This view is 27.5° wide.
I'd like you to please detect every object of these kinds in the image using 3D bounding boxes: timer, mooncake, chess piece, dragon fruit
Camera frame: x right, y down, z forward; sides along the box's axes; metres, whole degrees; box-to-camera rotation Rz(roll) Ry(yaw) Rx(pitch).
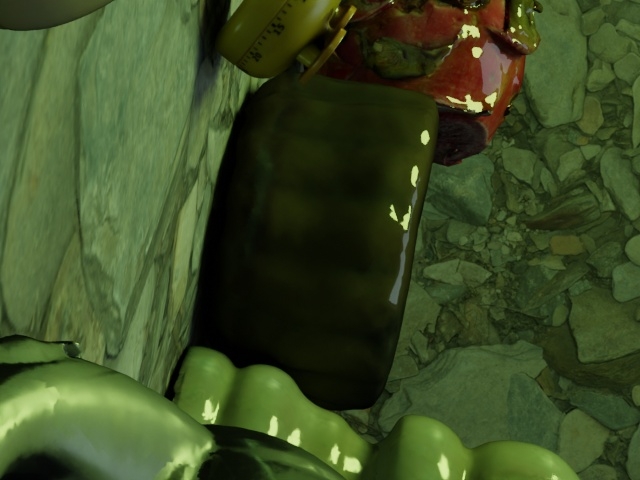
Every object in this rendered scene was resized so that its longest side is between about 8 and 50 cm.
[{"bbox_3d":[-0.034,-0.167,0.884,0.107,0.109,0.107,-51,-171,11],"label":"timer"},{"bbox_3d":[0.000,0.000,1.131,0.290,0.161,0.290,11,90,-88],"label":"mooncake"},{"bbox_3d":[0.041,0.198,0.999,0.182,0.330,0.182,10,90,-85],"label":"chess piece"},{"bbox_3d":[0.091,-0.230,1.353,0.269,0.250,0.291,104,-17,-70],"label":"dragon fruit"}]

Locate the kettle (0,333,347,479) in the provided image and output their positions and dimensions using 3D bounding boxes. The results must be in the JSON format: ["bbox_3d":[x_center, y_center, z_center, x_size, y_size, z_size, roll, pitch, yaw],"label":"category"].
[{"bbox_3d":[-0.076,0.197,0.459,0.321,0.228,0.324,51,35,-42],"label":"kettle"}]

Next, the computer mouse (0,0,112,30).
[{"bbox_3d":[-0.062,-0.169,0.398,0.145,0.082,0.236,94,8,-50],"label":"computer mouse"}]
